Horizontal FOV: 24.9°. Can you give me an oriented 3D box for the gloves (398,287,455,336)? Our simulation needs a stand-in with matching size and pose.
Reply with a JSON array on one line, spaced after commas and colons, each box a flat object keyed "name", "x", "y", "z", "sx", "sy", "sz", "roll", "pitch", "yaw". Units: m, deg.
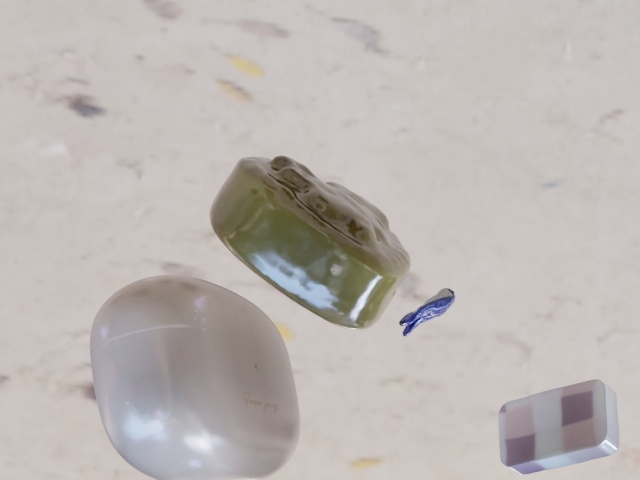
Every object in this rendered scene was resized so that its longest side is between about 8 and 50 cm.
[{"name": "gloves", "x": 0.139, "y": 0.096, "z": 1.915, "sx": 0.086, "sy": 0.026, "sz": 0.064, "roll": -29, "pitch": 163, "yaw": -34}]

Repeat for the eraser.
[{"name": "eraser", "x": 0.205, "y": 0.161, "z": 1.252, "sx": 0.105, "sy": 0.065, "sz": 0.026, "roll": -21, "pitch": 143, "yaw": 32}]

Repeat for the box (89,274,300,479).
[{"name": "box", "x": -0.083, "y": 0.099, "z": 1.003, "sx": 0.088, "sy": 0.146, "sz": 0.200, "roll": -17, "pitch": 160, "yaw": 19}]

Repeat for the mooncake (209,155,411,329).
[{"name": "mooncake", "x": 0.000, "y": 0.000, "z": 1.634, "sx": 0.235, "sy": 0.235, "sz": 0.117, "roll": 28, "pitch": 102, "yaw": -33}]
